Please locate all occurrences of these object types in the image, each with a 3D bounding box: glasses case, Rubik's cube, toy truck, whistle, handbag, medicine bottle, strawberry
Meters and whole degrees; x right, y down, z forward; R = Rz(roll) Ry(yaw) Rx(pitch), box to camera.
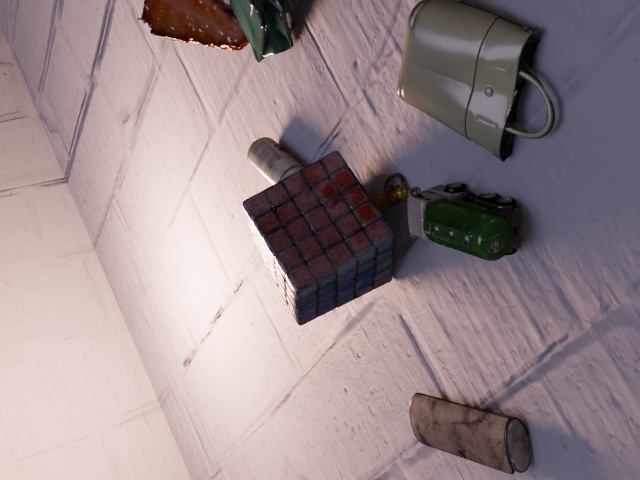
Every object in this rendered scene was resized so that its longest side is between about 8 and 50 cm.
[{"bbox_3d":[0.291,0.376,1.920,0.299,0.060,0.114,1,105,59],"label":"glasses case"},{"bbox_3d":[0.000,0.000,1.994,0.238,0.237,0.237,59,172,21],"label":"Rubik's cube"},{"bbox_3d":[0.255,-0.030,1.725,0.242,0.124,0.101,23,124,54],"label":"toy truck"},{"bbox_3d":[0.146,-0.096,1.974,0.046,0.057,0.109,34,145,-20],"label":"whistle"},{"bbox_3d":[-0.141,-0.542,2.079,0.269,0.100,0.274,64,172,9],"label":"handbag"},{"bbox_3d":[-0.094,-0.167,2.277,0.183,0.086,0.086,44,138,40],"label":"medicine bottle"},{"bbox_3d":[0.281,-0.273,1.639,0.315,0.109,0.241,32,132,32],"label":"handbag"},{"bbox_3d":[-0.266,-0.580,2.306,0.150,0.280,0.254,11,-87,-81],"label":"strawberry"}]
